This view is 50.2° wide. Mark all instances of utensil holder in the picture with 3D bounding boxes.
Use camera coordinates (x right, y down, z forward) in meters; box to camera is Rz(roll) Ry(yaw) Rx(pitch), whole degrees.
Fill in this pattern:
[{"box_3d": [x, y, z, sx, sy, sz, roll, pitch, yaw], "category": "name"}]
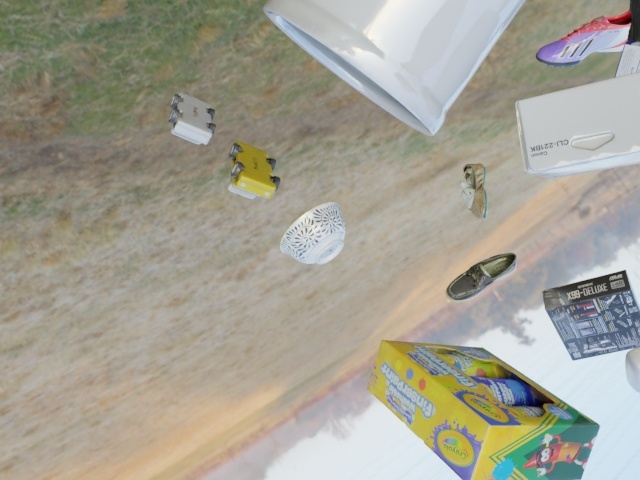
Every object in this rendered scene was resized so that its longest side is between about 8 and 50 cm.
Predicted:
[{"box_3d": [0.154, -0.409, 1.032, 0.386, 0.327, 0.327, -54, 168, 9], "category": "utensil holder"}]

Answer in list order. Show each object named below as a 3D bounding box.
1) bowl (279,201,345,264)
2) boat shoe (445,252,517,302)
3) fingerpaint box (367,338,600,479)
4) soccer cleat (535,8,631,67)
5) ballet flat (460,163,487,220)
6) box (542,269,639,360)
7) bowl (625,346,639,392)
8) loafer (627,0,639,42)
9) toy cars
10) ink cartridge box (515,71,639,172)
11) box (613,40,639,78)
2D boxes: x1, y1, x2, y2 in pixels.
[{"box_3d": [0.000, 0.000, 1.532, 0.170, 0.080, 0.170, -33, 156, -16], "category": "bowl"}, {"box_3d": [0.445, 0.093, 1.887, 0.223, 0.080, 0.073, -26, 150, -10], "category": "boat shoe"}, {"box_3d": [0.395, 0.416, 1.727, 0.370, 0.163, 0.444, 9, -167, -29], "category": "fingerpaint box"}, {"box_3d": [0.781, -0.596, 1.999, 0.318, 0.109, 0.117, -15, 137, -6], "category": "soccer cleat"}, {"box_3d": [0.405, -0.131, 1.817, 0.206, 0.067, 0.073, -80, -179, -48], "category": "ballet flat"}, {"box_3d": [0.830, 0.233, 2.043, 0.242, 0.077, 0.307, -18, 133, 25], "category": "box"}, {"box_3d": [0.775, 0.294, 1.553, 0.142, 0.142, 0.053, -18, -143, 8], "category": "bowl"}, {"box_3d": [0.854, -0.587, 1.785, 0.078, 0.224, 0.076, 0, 169, 40], "category": "loafer"}, {"box_3d": [-0.227, -0.198, 1.510, 0.176, 0.393, 0.087, -9, 135, -56], "category": "toy cars"}, {"box_3d": [0.437, -0.173, 1.084, 0.196, 0.114, 0.272, -10, 179, 26], "category": "ink cartridge box"}, {"box_3d": [0.713, -0.357, 1.480, 0.072, 0.137, 0.126, -41, 143, -53], "category": "box"}]
